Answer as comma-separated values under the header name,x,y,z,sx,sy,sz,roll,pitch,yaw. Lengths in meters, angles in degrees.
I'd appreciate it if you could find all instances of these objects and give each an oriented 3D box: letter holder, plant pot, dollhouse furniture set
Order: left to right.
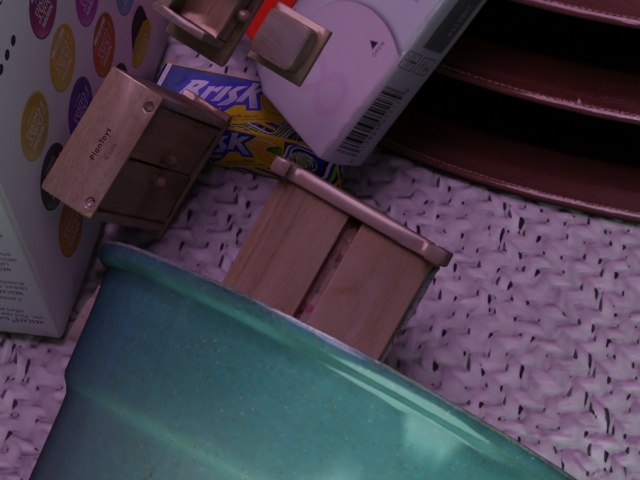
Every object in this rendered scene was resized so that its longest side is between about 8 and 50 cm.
name,x,y,z,sx,sy,sz,roll,pitch,yaw
plant pot,-0.058,0.225,1.149,0.341,0.341,0.334,26,82,24
dollhouse furniture set,0.000,0.000,1.441,0.355,0.174,0.303,32,95,13
letter holder,0.196,-0.153,1.543,0.302,0.152,0.214,16,58,19

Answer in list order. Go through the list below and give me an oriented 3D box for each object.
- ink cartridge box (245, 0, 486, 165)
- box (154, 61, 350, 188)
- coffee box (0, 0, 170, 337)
name,x,y,z,sx,sy,sz,roll,pitch,yaw
ink cartridge box,0.008,-0.199,1.526,0.189,0.066,0.232,-53,58,19
box,-0.056,-0.093,1.586,0.169,0.054,0.059,12,54,17
coffee box,-0.341,-0.166,1.501,0.338,0.334,0.337,6,54,14
